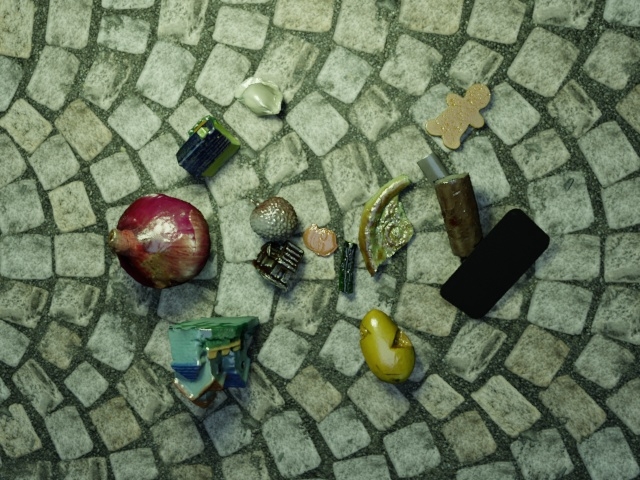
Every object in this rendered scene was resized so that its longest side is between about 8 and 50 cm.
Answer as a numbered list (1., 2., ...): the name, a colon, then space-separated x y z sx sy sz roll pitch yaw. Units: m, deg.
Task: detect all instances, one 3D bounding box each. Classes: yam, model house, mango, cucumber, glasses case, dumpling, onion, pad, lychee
1. yam: 0.462 -0.090 1.617 0.131 0.131 0.279 -18 110 7
2. model house: -0.417 -0.328 1.694 0.194 0.211 0.170 -42 90 8
3. model house: -0.146 0.067 1.733 0.165 0.106 0.152 32 98 0
4. mango: 0.225 0.367 1.698 0.167 0.130 0.262 -33 84 5
5. cucumber: 0.096 0.092 1.733 0.058 0.058 0.187 6 93 6
6. glasses case: 0.412 -0.210 1.689 0.072 0.042 0.190 -34 89 15
7. dumpling: -0.206 -0.505 1.717 0.188 0.108 0.127 30 70 18
8. model house: -0.370 0.437 1.684 0.252 0.295 0.329 1 91 11
9. onion: -0.568 0.002 1.645 0.348 0.385 0.348 0 89 23
10. pad: 0.590 0.090 1.645 0.315 0.063 0.375 35 102 -28
11. lychee: -0.170 -0.083 1.700 0.165 0.165 0.197 -40 103 7

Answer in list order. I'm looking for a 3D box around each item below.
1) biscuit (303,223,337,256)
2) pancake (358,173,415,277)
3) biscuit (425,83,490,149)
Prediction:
1. biscuit: 0.000 0.000 1.756 0.130 0.019 0.102 30 97 3
2. pancake: 0.235 -0.051 1.710 0.197 0.054 0.376 13 96 5
3. biscuit: 0.479 -0.429 1.670 0.158 0.035 0.240 44 97 0
